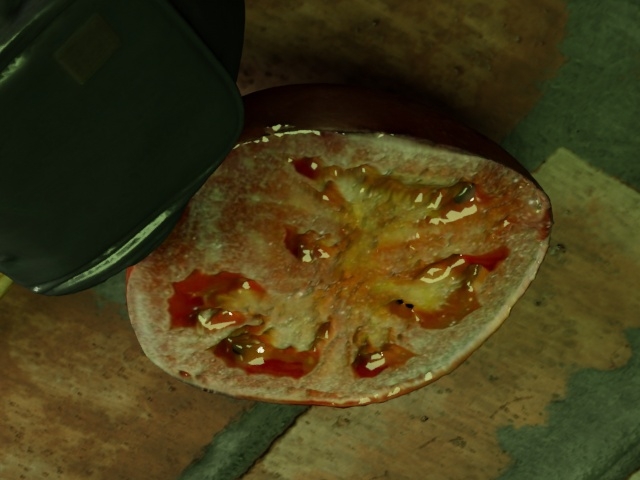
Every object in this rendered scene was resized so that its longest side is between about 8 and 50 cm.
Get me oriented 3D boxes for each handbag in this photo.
[{"bbox_3d":[-0.156,-0.117,0.979,0.177,0.275,0.302,-3,156,18],"label":"handbag"}]

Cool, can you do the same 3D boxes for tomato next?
[{"bbox_3d":[0.001,-0.012,1.238,0.338,0.144,0.338,-6,135,-6],"label":"tomato"}]

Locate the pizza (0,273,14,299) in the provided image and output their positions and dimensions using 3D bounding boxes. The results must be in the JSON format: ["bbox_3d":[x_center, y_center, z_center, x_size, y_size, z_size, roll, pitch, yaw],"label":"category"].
[{"bbox_3d":[-0.386,0.004,1.193,0.408,0.114,0.277,-36,128,17],"label":"pizza"}]
